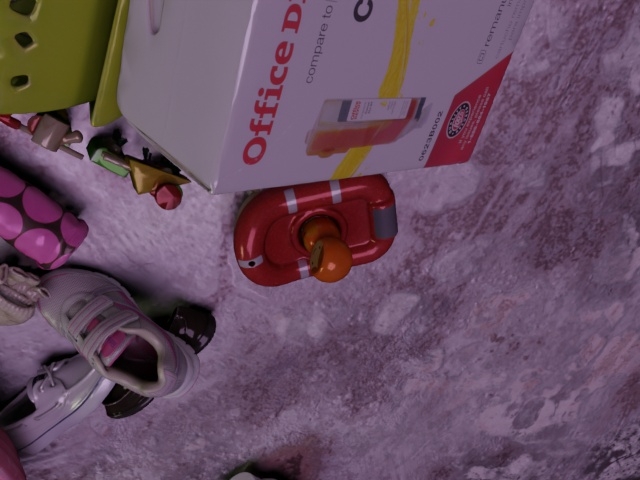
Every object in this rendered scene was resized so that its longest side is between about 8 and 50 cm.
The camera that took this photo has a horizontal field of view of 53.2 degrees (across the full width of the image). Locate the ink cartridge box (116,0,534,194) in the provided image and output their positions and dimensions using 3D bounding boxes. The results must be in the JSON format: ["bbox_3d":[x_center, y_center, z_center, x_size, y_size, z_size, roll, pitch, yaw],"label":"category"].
[{"bbox_3d":[0.030,-0.213,0.622,0.384,0.160,0.279,-12,130,-43],"label":"ink cartridge box"}]

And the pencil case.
[{"bbox_3d":[-0.392,-0.050,0.776,0.209,0.098,0.095,44,59,-30],"label":"pencil case"}]

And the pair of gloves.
[{"bbox_3d":[-0.478,0.045,0.792,0.204,0.042,0.240,-17,135,22],"label":"pair of gloves"}]

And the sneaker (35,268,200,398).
[{"bbox_3d":[-0.275,0.120,0.850,0.252,0.111,0.103,33,83,1],"label":"sneaker"}]

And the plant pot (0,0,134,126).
[{"bbox_3d":[-0.268,-0.245,0.607,0.207,0.228,0.227,9,119,-26],"label":"plant pot"}]

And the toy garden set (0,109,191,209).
[{"bbox_3d":[-0.255,-0.116,0.703,0.244,0.204,0.049,28,93,-27],"label":"toy garden set"}]

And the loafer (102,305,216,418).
[{"bbox_3d":[-0.256,0.173,0.957,0.220,0.080,0.078,-45,116,4],"label":"loafer"}]

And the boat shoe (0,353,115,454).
[{"bbox_3d":[-0.390,0.226,0.942,0.258,0.095,0.084,-43,125,13],"label":"boat shoe"}]

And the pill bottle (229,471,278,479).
[{"bbox_3d":[-0.081,0.515,1.172,0.124,0.124,0.221,-36,122,11],"label":"pill bottle"}]

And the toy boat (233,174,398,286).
[{"bbox_3d":[0.000,0.000,0.854,0.231,0.151,0.151,-14,124,-4],"label":"toy boat"}]

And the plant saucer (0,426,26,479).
[{"bbox_3d":[-0.581,0.326,0.932,0.332,0.084,0.332,3,124,5],"label":"plant saucer"}]

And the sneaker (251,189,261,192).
[{"bbox_3d":[-0.075,-0.187,0.754,0.153,0.099,0.282,-42,146,-17],"label":"sneaker"}]
